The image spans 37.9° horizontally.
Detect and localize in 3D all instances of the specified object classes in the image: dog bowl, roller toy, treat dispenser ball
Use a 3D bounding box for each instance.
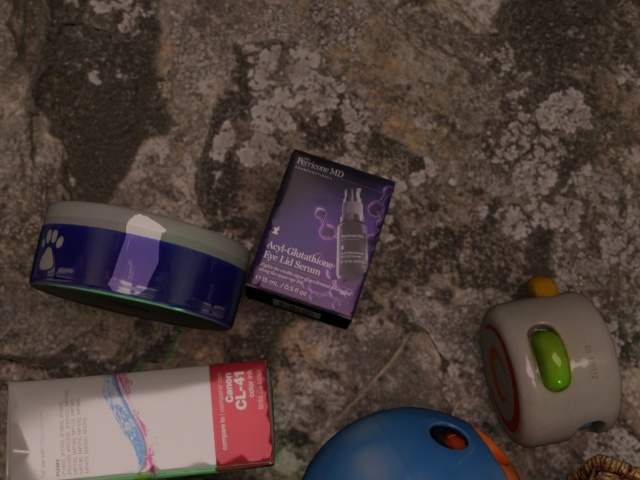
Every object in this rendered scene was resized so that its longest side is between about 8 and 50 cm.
[{"bbox_3d":[-0.229,0.037,1.189,0.265,0.265,0.104,12,79,0],"label":"dog bowl"},{"bbox_3d":[0.305,0.166,1.227,0.146,0.209,0.191,-11,116,-5],"label":"roller toy"},{"bbox_3d":[0.108,0.346,1.121,0.288,0.288,0.288,1,77,-3],"label":"treat dispenser ball"}]

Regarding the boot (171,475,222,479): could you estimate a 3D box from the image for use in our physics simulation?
[{"bbox_3d":[-0.144,0.424,1.191,0.207,0.090,0.248,10,100,-19],"label":"boot"}]

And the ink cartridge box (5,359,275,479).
[{"bbox_3d":[-0.211,0.233,1.164,0.306,0.226,0.131,-3,77,-5],"label":"ink cartridge box"}]

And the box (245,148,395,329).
[{"bbox_3d":[0.000,0.000,1.291,0.153,0.108,0.207,17,77,2],"label":"box"}]

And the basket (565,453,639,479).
[{"bbox_3d":[0.407,0.428,1.158,0.299,0.213,0.223,24,74,3],"label":"basket"}]
